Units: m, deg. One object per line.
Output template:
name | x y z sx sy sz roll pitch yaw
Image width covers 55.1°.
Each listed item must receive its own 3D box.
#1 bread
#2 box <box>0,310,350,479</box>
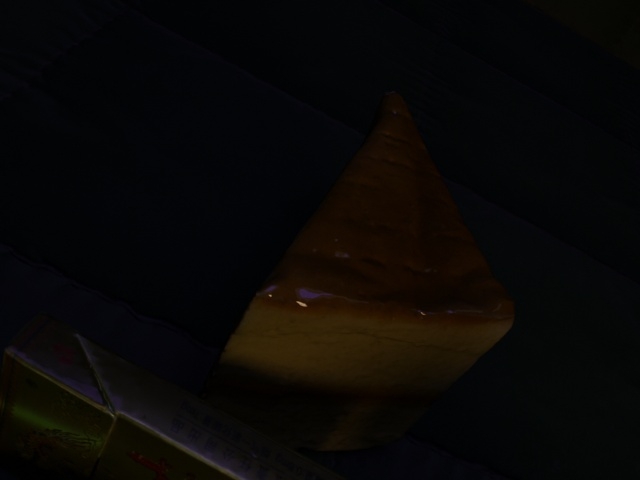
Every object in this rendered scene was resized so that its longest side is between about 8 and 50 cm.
bread | 0.000 0.000 0.631 0.245 0.233 0.362 9 44 -22
box | -0.088 0.184 0.447 0.311 0.173 0.043 30 42 -4
